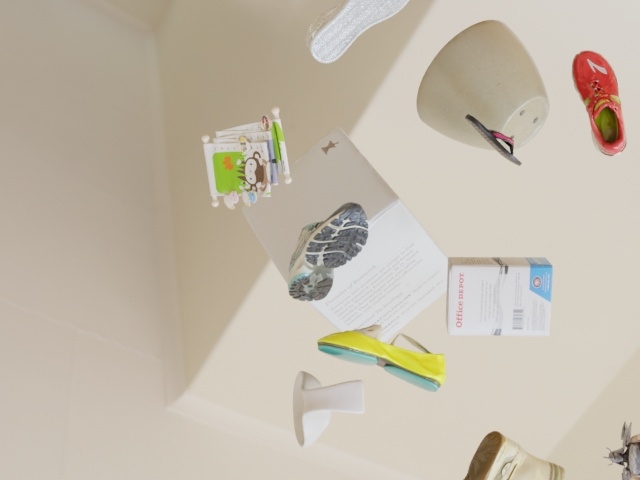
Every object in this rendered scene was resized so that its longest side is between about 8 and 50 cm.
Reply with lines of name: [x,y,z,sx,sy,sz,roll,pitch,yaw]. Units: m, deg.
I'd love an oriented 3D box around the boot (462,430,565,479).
boot: [0.381,0.550,1.920,0.203,0.262,0.095,29,176,-20]

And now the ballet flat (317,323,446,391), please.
ballet flat: [0.109,0.188,1.575,0.231,0.077,0.077,20,159,-4]

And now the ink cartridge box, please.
ink cartridge box: [0.356,0.111,1.855,0.203,0.148,0.086,1,-167,3]

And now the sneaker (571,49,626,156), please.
sneaker: [0.699,-0.345,2.277,0.118,0.107,0.279,-6,-102,-74]

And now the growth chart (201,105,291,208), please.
growth chart: [-0.148,-0.155,1.824,0.021,0.237,0.172,-18,-85,-50]

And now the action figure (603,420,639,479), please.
action figure: [0.787,0.503,2.097,0.285,0.185,0.099,-1,-171,30]

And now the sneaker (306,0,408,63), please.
sneaker: [0.082,-0.527,2.089,0.108,0.292,0.169,50,-174,-21]

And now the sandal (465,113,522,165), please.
sandal: [0.412,-0.239,2.140,0.179,0.040,0.067,42,-179,-14]

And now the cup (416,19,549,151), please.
cup: [0.450,-0.366,2.380,0.331,0.331,0.237,9,-148,-51]

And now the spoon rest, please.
spoon rest: [-0.010,0.286,1.610,0.084,0.276,0.137,3,-107,-19]

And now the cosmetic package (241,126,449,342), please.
cosmetic package: [0.081,0.005,2.299,0.394,0.327,0.329,45,-173,-46]

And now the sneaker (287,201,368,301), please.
sneaker: [0.000,0.000,1.844,0.110,0.283,0.122,10,-130,-25]
